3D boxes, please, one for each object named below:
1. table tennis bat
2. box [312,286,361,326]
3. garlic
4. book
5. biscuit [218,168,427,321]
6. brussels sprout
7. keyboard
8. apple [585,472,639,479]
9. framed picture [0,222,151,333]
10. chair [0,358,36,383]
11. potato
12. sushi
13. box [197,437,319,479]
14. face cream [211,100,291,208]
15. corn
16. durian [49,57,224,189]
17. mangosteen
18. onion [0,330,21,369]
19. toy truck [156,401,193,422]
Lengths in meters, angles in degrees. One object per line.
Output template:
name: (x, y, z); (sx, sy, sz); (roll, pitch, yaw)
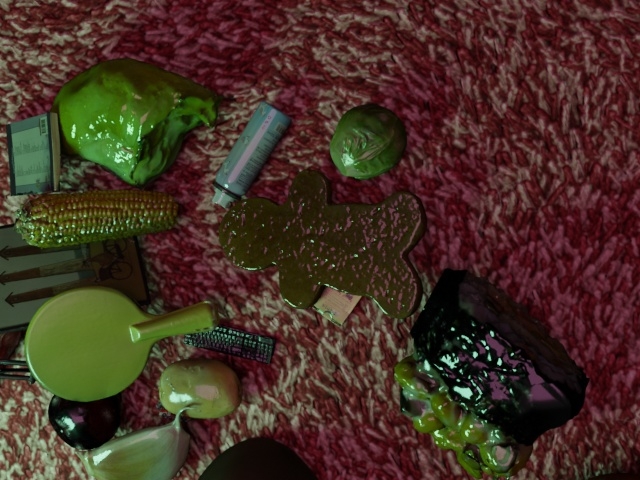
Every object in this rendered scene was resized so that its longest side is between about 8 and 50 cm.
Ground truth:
table tennis bat: (-0.380, 0.181, 1.375); (0.369, 0.054, 0.224); (-14, 101, -14)
box: (0.054, 0.097, 1.445); (0.073, 0.020, 0.149); (36, 94, 6)
garlic: (-0.333, 0.429, 1.440); (0.267, 0.148, 0.128); (-31, 67, 1)
book: (-0.594, -0.174, 1.467); (0.231, 0.026, 0.157); (1, 93, 46)
biscuit: (0.000, 0.001, 1.422); (0.432, 0.064, 0.282); (5, 90, 19)
brussels sprout: (0.093, -0.196, 1.391); (0.155, 0.117, 0.155); (1, 82, -6)
keyboard: (-0.191, 0.210, 1.481); (0.196, 0.018, 0.060); (12, 94, 8)
apple: (0.545, 0.587, 1.249); (0.349, 0.277, 0.348); (0, 91, 5)
framed picture: (-0.524, 0.053, 1.416); (0.324, 0.013, 0.244); (-11, 60, -18)
chair: (-0.554, 0.213, 1.434); (0.260, 0.154, 0.141); (6, 90, -12)
potato: (-0.246, 0.300, 1.443); (0.178, 0.109, 0.118); (4, 104, 8)
sushi: (0.274, 0.245, 1.269); (0.329, 0.328, 0.285); (41, 106, 5)
box: (-0.135, 0.564, 1.377); (0.301, 0.216, 0.300); (0, 92, 7)
face cream: (-0.148, -0.170, 1.445); (0.075, 0.075, 0.229); (33, 94, 7)
corn: (-0.447, -0.049, 1.421); (0.318, 0.115, 0.115); (-9, 89, -18)
durian: (-0.392, -0.243, 1.419); (0.340, 0.204, 0.255); (25, 105, 8)
mangosteen: (-0.482, 0.354, 1.468); (0.153, 0.152, 0.152); (0, 90, 8)
onion: (-0.758, 0.205, 1.510); (0.227, 0.120, 0.283); (-15, 88, 12)
toy truck: (-0.307, 0.363, 1.493); (0.083, 0.024, 0.032); (8, 69, 6)
